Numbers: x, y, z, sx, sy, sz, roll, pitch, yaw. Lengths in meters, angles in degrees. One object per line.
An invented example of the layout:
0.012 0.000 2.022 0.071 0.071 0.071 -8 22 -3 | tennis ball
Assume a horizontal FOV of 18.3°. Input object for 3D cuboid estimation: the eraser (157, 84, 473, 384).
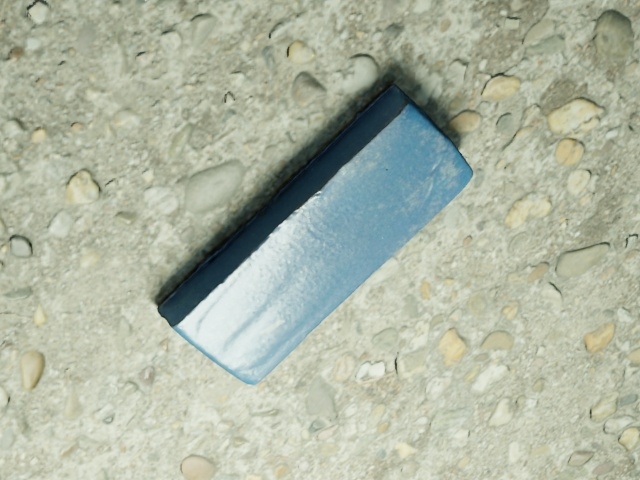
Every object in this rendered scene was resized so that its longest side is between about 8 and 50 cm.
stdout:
0.000 0.000 1.888 0.312 0.043 0.144 -43 136 4 | eraser
